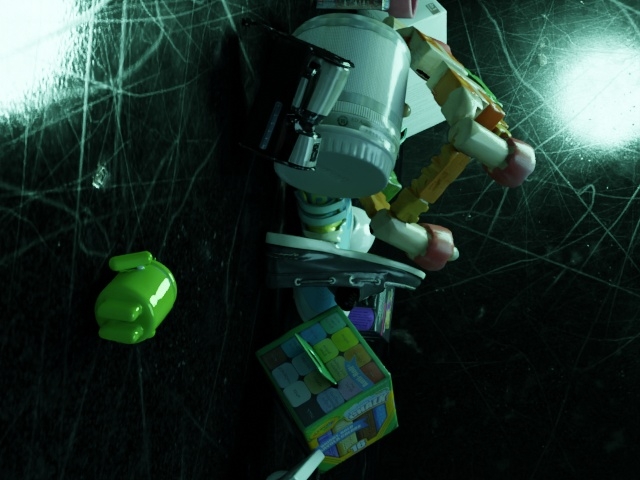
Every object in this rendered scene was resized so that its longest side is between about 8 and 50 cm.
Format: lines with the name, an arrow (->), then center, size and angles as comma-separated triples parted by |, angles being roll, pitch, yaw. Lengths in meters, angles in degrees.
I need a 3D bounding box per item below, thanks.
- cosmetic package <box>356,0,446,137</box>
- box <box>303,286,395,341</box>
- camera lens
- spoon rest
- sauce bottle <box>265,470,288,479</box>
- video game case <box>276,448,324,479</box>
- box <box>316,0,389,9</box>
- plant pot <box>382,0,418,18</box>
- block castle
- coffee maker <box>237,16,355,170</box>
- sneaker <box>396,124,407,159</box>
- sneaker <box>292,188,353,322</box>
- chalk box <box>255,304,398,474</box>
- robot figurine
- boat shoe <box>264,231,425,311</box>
cosmetic package -> 0.208, -0.472, 2.259 | 0.217, 0.156, 0.385 | 58, -11, 36
box -> 0.071, 0.145, 2.011 | 0.270, 0.165, 0.144 | 52, 44, -74
camera lens -> 0.037, -0.237, 1.540 | 0.219, 0.219, 0.274 | 67, 30, -67
spoon rest -> 0.023, 0.036, 1.870 | 0.084, 0.137, 0.276 | 80, 31, -52
sauce bottle -> -0.052, 0.544, 1.714 | 0.344, 0.111, 0.111 | 79, 19, -50
video game case -> -0.081, 0.416, 1.435 | 0.022, 0.173, 0.190 | 52, 9, 7
box -> 0.067, -0.483, 1.799 | 0.094, 0.136, 0.027 | -49, 142, -70
plant pot -> 0.118, -0.582, 1.902 | 0.201, 0.180, 0.202 | 5, 90, -79
block castle -> 0.192, -0.193, 1.688 | 0.303, 0.212, 0.453 | -49, -141, 22
coffee maker -> -0.054, -0.214, 1.332 | 0.120, 0.171, 0.178 | 3, 114, -55
sneaker -> 0.154, -0.302, 2.275 | 0.094, 0.151, 0.256 | 77, 20, -53
sneaker -> 0.000, 0.000, 1.715 | 0.208, 0.127, 0.319 | 81, 8, -57
chalk box -> 0.011, 0.251, 1.561 | 0.180, 0.179, 0.289 | 53, -14, 31
robot figurine -> -0.190, 0.062, 0.919 | 0.115, 0.067, 0.101 | -63, 157, -63
boat shoe -> 0.043, 0.070, 1.600 | 0.340, 0.127, 0.113 | 14, 86, -39
